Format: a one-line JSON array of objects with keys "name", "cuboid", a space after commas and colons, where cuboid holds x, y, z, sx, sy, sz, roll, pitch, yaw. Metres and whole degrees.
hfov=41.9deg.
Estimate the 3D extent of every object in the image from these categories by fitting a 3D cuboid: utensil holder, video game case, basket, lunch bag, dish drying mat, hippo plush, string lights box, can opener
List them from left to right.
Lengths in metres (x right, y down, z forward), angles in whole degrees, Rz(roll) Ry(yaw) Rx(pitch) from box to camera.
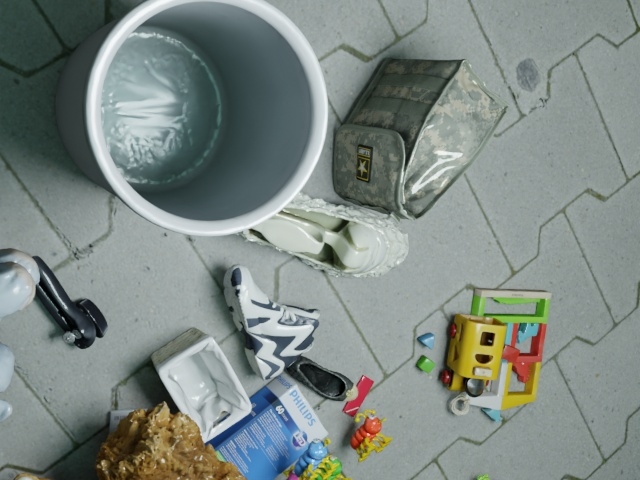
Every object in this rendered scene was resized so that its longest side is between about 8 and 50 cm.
[{"name": "hippo plush", "cuboid": [-0.516, 0.160, 1.243, 0.235, 0.294, 0.236, -11, 113, -1]}, {"name": "can opener", "cuboid": [-0.434, 0.104, 1.389, 0.059, 0.073, 0.186, -28, 111, 23]}, {"name": "video game case", "cuboid": [-0.335, 0.361, 1.496, 0.087, 0.011, 0.122, 1, 98, -26]}, {"name": "utensil holder", "cuboid": [-0.217, -0.195, 1.248, 0.328, 0.385, 0.327, -5, 102, -25]}, {"name": "basket", "cuboid": [-0.215, 0.252, 1.483, 0.113, 0.103, 0.167, -32, 110, -17]}, {"name": "string lights box", "cuboid": [-0.128, 0.385, 1.561, 0.260, 0.077, 0.133, -36, 112, -16]}, {"name": "dish drying mat", "cuboid": [0.077, 0.314, 1.684, 0.032, 0.008, 0.083, 34, 84, -25]}, {"name": "lunch bag", "cuboid": [0.153, -0.177, 1.508, 0.169, 0.235, 0.287, 37, 83, -31]}]

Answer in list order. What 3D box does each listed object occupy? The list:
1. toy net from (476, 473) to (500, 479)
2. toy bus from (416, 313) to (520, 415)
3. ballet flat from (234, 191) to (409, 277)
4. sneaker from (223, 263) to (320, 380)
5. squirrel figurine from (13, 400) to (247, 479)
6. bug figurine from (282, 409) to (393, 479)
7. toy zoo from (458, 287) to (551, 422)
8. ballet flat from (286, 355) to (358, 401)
[{"name": "toy net", "cuboid": [0.395, 0.604, 1.866, 0.232, 0.045, 0.122, 36, 81, -27]}, {"name": "toy bus", "cuboid": [0.315, 0.249, 1.703, 0.191, 0.104, 0.202, -38, 103, -3]}, {"name": "ballet flat", "cuboid": [0.000, 0.000, 1.522, 0.409, 0.147, 0.146, 17, 91, -26]}, {"name": "sneaker", "cuboid": [-0.078, 0.128, 1.532, 0.153, 0.094, 0.234, -25, 109, -21]}, {"name": "squirrel figurine", "cuboid": [-0.324, 0.463, 1.366, 0.371, 0.281, 0.397, 29, 71, 3]}, {"name": "bug figurine", "cuboid": [0.011, 0.421, 1.574, 0.279, 0.072, 0.216, -4, 134, -56]}, {"name": "toy zoo", "cuboid": [0.399, 0.250, 1.812, 0.192, 0.030, 0.293, 3, 98, -26]}, {"name": "ballet flat", "cuboid": [0.005, 0.274, 1.620, 0.173, 0.049, 0.057, 30, 87, -26]}]
